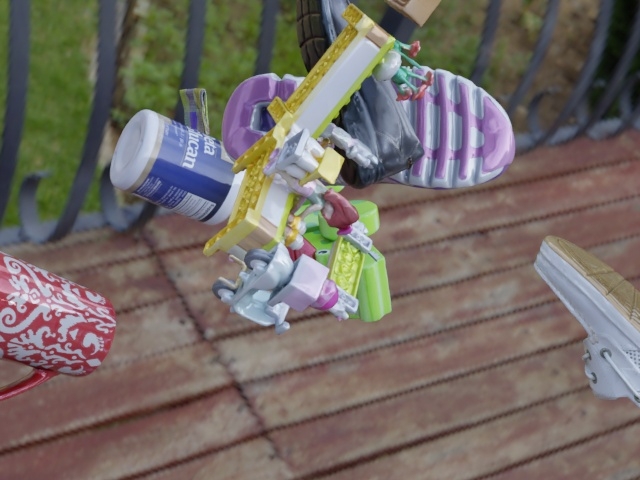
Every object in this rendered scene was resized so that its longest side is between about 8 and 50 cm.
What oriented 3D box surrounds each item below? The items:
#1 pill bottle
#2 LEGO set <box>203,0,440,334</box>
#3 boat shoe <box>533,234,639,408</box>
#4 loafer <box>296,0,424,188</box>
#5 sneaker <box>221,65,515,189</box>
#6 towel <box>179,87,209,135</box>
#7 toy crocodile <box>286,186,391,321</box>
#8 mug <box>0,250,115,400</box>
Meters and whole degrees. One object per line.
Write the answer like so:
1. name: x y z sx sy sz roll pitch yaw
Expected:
1. pill bottle: -0.140 -0.073 1.655 0.169 0.094 0.094 22 41 -26
2. LEGO set: 0.025 -0.054 0.975 0.107 0.132 0.287 37 63 -20
3. boat shoe: 0.290 0.115 1.409 0.277 0.096 0.098 47 24 13
4. loafer: 0.027 -0.126 1.094 0.061 0.062 0.170 -18 100 -17
5. sneaker: 0.044 -0.082 1.198 0.236 0.104 0.095 5 77 20
6. towel: -0.153 -0.155 1.803 0.009 0.060 0.083 -9 10 -23
7. toy crocodile: 0.000 0.000 1.620 0.105 0.115 0.340 -13 25 -12
8. mug: -0.311 0.087 1.501 0.169 0.150 0.113 23 24 -42
